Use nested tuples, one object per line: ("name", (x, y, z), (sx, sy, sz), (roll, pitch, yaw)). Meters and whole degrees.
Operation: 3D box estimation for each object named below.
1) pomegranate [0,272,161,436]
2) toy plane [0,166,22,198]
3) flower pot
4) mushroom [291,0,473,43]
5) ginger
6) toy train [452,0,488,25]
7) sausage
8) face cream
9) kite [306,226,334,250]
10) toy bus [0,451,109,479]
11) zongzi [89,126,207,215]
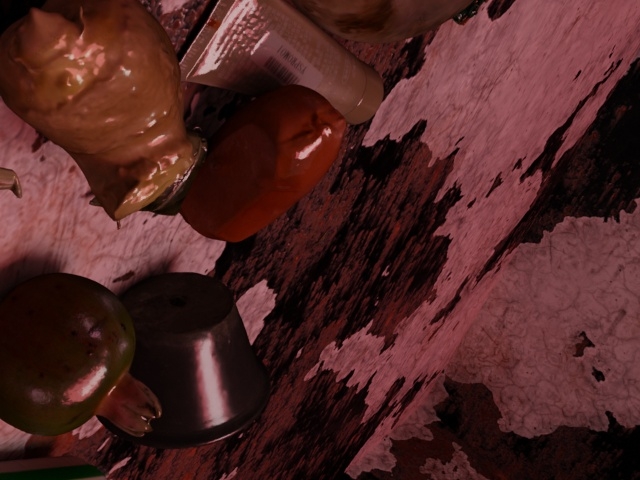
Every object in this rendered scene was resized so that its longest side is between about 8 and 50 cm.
("pomegranate", (-0.260, 0.135, 1.069), (0.180, 0.209, 0.180), (-51, 177, -3))
("toy plane", (-0.329, -0.026, 0.768), (0.242, 0.104, 0.256), (-33, 154, -37))
("flower pot", (-0.179, 0.136, 1.301), (0.235, 0.235, 0.148), (-32, 135, -44))
("mushroom", (0.115, -0.335, 0.922), (0.362, 0.294, 0.362), (-42, 158, -21))
("ginger", (-0.182, -0.125, 0.874), (0.138, 0.152, 0.267), (-25, 142, 3))
("toy train", (0.235, -0.369, 1.543), (0.103, 0.044, 0.064), (-50, 172, -5))
("sausage", (-0.071, -0.085, 1.164), (0.133, 0.133, 0.258), (-29, 173, -48))
("face cream", (-0.034, -0.206, 1.179), (0.137, 0.084, 0.341), (-54, 153, 14))
("kite", (-0.001, 0.004, 1.747), (0.078, 0.002, 0.044), (-44, 160, -25))
("toy bus", (-0.392, 0.367, 1.271), (0.179, 0.143, 0.305), (-57, 156, 6))
("zongzi", (-0.182, -0.079, 1.099), (0.119, 0.055, 0.109), (2, 123, -54))
